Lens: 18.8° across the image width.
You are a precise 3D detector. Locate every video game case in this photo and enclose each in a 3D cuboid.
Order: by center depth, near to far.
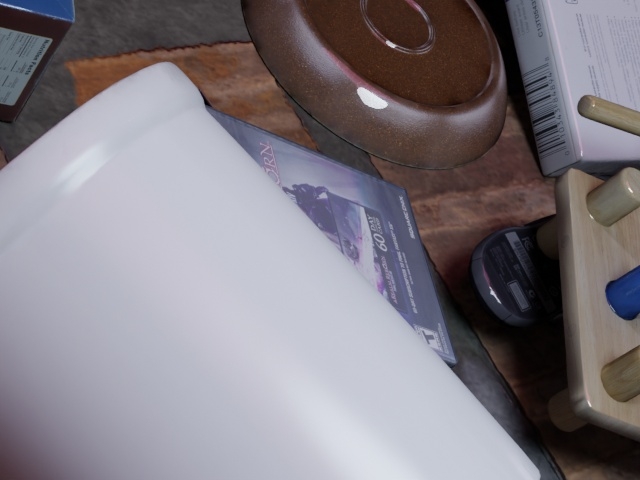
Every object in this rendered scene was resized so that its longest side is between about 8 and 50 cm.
[{"bbox_3d":[0.000,0.000,1.672,0.274,0.026,0.196,21,43,-43],"label":"video game case"}]

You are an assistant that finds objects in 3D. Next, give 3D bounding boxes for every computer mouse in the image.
[{"bbox_3d":[0.236,0.057,1.830,0.262,0.060,0.184,-27,85,-47],"label":"computer mouse"}]

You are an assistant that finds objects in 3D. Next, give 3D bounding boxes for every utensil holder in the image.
[{"bbox_3d":[-0.086,0.125,1.328,0.385,0.327,0.327,45,42,4],"label":"utensil holder"}]

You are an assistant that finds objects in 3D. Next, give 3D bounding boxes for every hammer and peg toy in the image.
[{"bbox_3d":[0.313,0.034,1.777,0.266,0.127,0.361,21,52,-29],"label":"hammer and peg toy"}]

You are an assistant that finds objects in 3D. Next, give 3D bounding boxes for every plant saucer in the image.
[{"bbox_3d":[0.068,-0.209,1.936,0.310,0.050,0.311,19,46,-21],"label":"plant saucer"}]

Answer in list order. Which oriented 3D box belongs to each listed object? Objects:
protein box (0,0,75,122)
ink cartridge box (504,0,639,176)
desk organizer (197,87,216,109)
[{"bbox_3d":[-0.327,-0.232,1.596,0.201,0.136,0.200,12,49,-29],"label":"protein box"},{"bbox_3d":[0.337,-0.231,2.069,0.330,0.071,0.324,-2,75,-40],"label":"ink cartridge box"},{"bbox_3d":[-0.096,-0.067,1.689,0.047,0.050,0.130,-22,70,-45],"label":"desk organizer"}]
